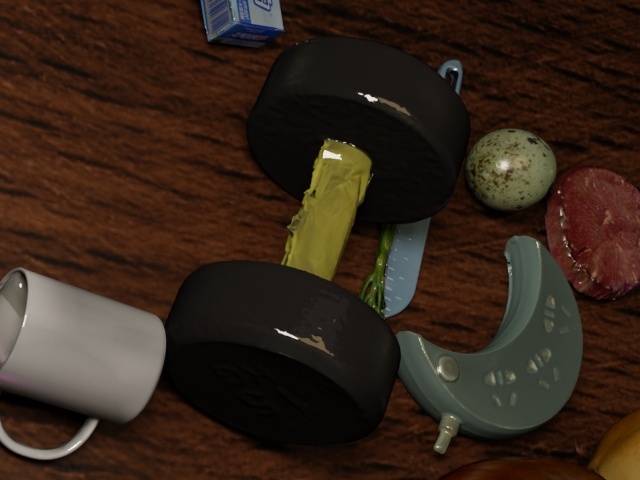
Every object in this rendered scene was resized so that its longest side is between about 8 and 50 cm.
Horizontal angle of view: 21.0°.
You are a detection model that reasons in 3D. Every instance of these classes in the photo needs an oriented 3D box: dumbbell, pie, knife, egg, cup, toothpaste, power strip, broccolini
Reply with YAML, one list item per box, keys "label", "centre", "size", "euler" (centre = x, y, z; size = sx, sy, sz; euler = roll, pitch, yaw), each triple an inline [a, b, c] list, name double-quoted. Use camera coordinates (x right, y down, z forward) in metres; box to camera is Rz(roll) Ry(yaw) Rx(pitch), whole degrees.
- label: "dumbbell"
  centre: [0.000, 0.000, 1.525]
  size: [0.203, 0.204, 0.322]
  euler: [33, 57, -21]
- label: "pie"
  centre: [0.297, -0.010, 1.845]
  size: [0.154, 0.036, 0.154]
  euler: [13, 66, -31]
- label: "knife"
  centre: [0.102, -0.058, 1.739]
  size: [0.044, 0.019, 0.313]
  euler: [23, 61, -18]
- label: "egg"
  centre: [0.197, -0.073, 1.768]
  size: [0.110, 0.085, 0.085]
  euler: [-8, 77, -53]
- label: "cup"
  centre: [-0.215, 0.101, 1.417]
  size: [0.133, 0.136, 0.099]
  euler: [20, 28, -29]
- label: "toothpaste"
  centre: [-0.090, -0.321, 1.662]
  size: [0.066, 0.053, 0.272]
  euler: [3, 71, -38]
- label: "power strip"
  centre: [0.171, 0.115, 1.698]
  size: [0.253, 0.054, 0.167]
  euler: [-39, 96, -39]
- label: "broccolini"
  centre: [0.058, 0.034, 1.660]
  size: [0.030, 0.035, 0.140]
  euler: [32, 56, -26]

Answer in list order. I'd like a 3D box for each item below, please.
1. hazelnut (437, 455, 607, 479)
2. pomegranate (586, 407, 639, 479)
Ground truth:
- label: "hazelnut"
  centre: [0.186, 0.307, 1.537]
  size: [0.229, 0.229, 0.229]
  euler: [13, 65, -31]
- label: "pomegranate"
  centre: [0.350, 0.263, 1.670]
  size: [0.233, 0.233, 0.233]
  euler: [13, 65, -31]
